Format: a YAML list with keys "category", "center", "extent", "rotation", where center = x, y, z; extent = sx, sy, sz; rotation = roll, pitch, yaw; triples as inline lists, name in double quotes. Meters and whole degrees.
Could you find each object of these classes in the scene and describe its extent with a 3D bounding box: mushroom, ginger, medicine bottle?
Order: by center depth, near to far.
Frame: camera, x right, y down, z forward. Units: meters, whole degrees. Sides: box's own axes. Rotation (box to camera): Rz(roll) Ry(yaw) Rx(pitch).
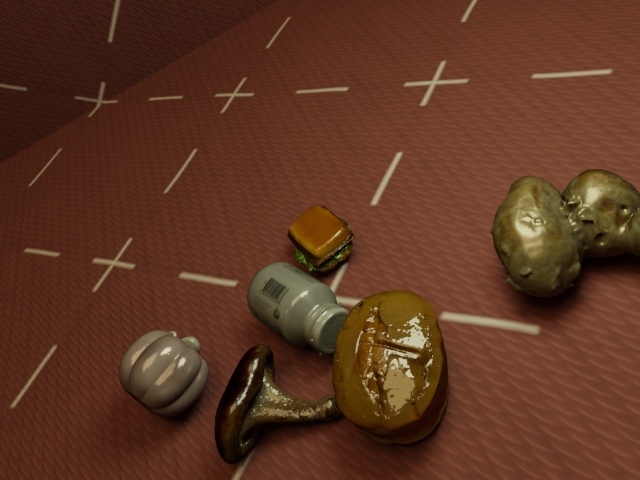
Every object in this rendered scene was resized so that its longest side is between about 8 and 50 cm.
- category: "ginger"
  center: [0.457, -0.029, 1.093]
  extent: [0.304, 0.155, 0.244]
  rotation: [-19, 42, 15]
- category: "mushroom"
  center: [-0.068, 0.307, 1.128]
  extent: [0.218, 0.148, 0.227]
  rotation: [10, 60, 17]
- category: "medicine bottle"
  center: [-0.038, 0.138, 1.242]
  extent: [0.135, 0.135, 0.215]
  rotation: [-46, 44, -15]

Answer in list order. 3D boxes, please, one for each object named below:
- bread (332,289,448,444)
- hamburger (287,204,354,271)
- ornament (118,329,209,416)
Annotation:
- category: "bread"
  center: [0.123, 0.213, 1.075]
  extent: [0.195, 0.142, 0.269]
  rotation: [-10, 45, 22]
- category: "hamburger"
  center: [0.000, 0.000, 1.385]
  extent: [0.137, 0.087, 0.166]
  rotation: [-37, 41, -5]
- category: "ornament"
  center: [-0.312, 0.263, 1.262]
  extent: [0.177, 0.177, 0.177]
  rotation: [-16, 44, 17]
